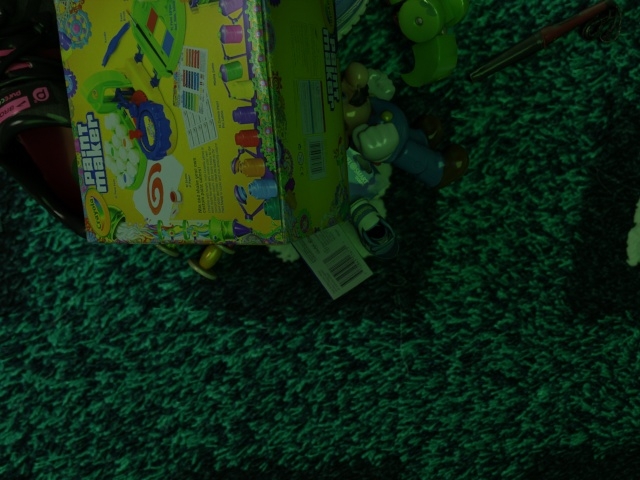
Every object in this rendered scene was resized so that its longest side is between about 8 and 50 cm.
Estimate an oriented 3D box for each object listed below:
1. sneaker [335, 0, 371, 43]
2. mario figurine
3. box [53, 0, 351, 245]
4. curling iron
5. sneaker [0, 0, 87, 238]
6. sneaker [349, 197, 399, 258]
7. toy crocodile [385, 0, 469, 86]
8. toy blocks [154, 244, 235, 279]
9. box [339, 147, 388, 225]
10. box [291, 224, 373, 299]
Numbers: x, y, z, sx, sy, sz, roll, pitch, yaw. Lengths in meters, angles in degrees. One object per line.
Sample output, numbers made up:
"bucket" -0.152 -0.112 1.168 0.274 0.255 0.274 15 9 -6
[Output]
"sneaker" -0.080 -0.303 0.962 0.330 0.130 0.147 -29 112 -3
"mario figurine" 0.082 -0.178 0.968 0.320 0.198 0.170 13 88 -39
"box" -0.132 -0.152 0.817 0.279 0.177 0.290 1 101 26
"curling iron" 0.362 -0.311 1.107 0.274 0.035 0.068 -23 109 -6
"sneaker" -0.364 -0.207 0.884 0.185 0.202 0.483 -32 110 -3
"sneaker" 0.091 -0.006 1.100 0.053 0.059 0.144 -44 137 1
"toy crocodile" 0.123 -0.391 1.002 0.115 0.105 0.340 -43 115 -44
"toy blocks" -0.169 -0.031 1.055 0.123 0.054 0.148 34 96 -19
"box" 0.005 -0.071 1.089 0.178 0.042 0.109 -41 110 1
"box" 0.000 0.000 1.012 0.072 0.137 0.126 -35 110 1
